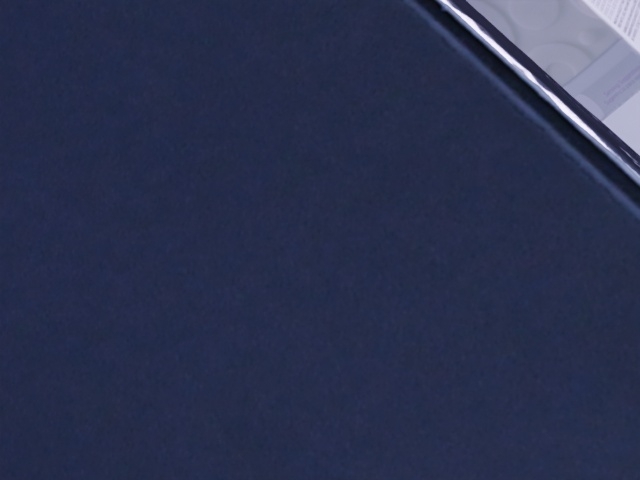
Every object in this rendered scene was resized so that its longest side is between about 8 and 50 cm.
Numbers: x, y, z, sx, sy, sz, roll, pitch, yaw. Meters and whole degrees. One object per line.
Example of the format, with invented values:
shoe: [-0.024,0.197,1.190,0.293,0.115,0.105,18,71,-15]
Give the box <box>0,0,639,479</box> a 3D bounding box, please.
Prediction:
box: [0.068,0.077,0.530,0.293,0.212,0.395,47,10,24]

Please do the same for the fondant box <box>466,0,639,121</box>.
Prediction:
fondant box: [0.091,-0.198,1.308,0.330,0.238,0.096,41,40,-8]
